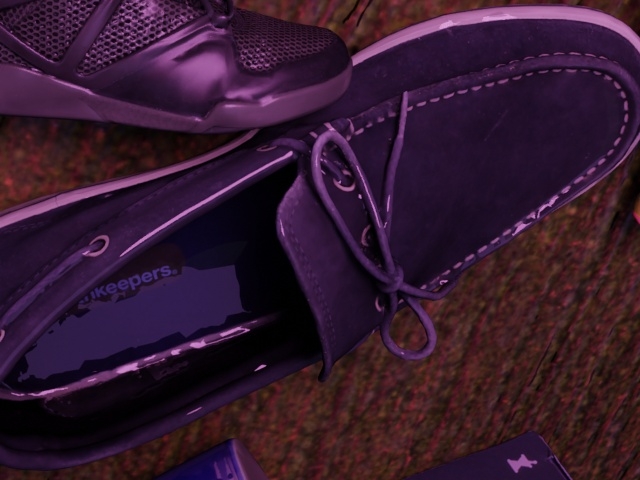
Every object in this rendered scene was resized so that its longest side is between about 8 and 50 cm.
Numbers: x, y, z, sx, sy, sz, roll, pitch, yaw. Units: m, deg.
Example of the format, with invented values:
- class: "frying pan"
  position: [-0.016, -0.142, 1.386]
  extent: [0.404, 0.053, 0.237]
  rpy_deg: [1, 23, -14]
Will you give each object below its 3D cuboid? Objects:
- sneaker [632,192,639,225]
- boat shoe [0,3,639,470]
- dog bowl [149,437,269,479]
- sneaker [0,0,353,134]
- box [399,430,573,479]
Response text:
- class: "sneaker"
  position: [0.330, -0.019, 0.785]
  extent: [0.208, 0.081, 0.094]
  rpy_deg: [20, 119, -23]
- class: "boat shoe"
  position: [0.000, 0.000, 0.615]
  extent: [0.500, 0.156, 0.187]
  rpy_deg: [-22, 124, -9]
- class: "dog bowl"
  position: [-0.044, 0.278, 0.702]
  extent: [0.104, 0.265, 0.265]
  rpy_deg: [-29, 127, -5]
- class: "sneaker"
  position: [-0.089, -0.129, 0.524]
  extent: [0.227, 0.087, 0.130]
  rpy_deg: [5, 122, -7]
- class: "box"
  position: [0.174, 0.428, 0.865]
  extent: [0.212, 0.293, 0.395]
  rpy_deg: [-17, 125, -11]
